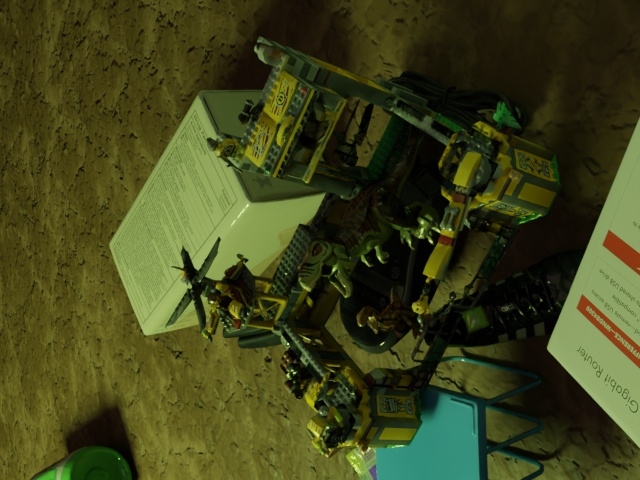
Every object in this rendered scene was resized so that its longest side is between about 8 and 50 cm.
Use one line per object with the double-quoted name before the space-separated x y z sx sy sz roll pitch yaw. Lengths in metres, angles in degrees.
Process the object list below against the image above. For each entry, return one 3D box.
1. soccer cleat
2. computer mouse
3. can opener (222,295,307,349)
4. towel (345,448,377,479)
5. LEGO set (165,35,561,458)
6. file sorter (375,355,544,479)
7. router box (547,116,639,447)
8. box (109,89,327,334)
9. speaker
"soccer cleat" 0.156 0.056 0.655 0.179 0.072 0.060 -31 73 49
"computer mouse" 0.108 -0.014 0.716 0.184 0.060 0.262 19 100 52
"can opener" -0.057 0.102 0.952 0.059 0.073 0.186 41 145 -14
"towel" 0.061 0.238 0.860 0.083 0.009 0.060 -49 61 44
"LEGO set" 0.000 0.000 0.629 0.331 0.192 0.255 -58 42 23
"file sorter" 0.125 0.197 0.698 0.118 0.105 0.170 6 102 51
"router box" 0.284 0.028 0.407 0.335 0.082 0.301 -124 41 -54
"box" -0.127 -0.026 0.946 0.311 0.121 0.148 -44 64 46
"speaker" -0.437 0.446 1.423 0.296 0.131 0.131 -35 71 48
